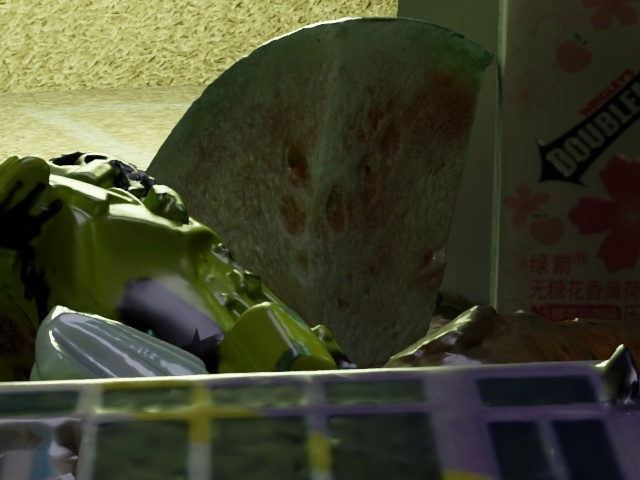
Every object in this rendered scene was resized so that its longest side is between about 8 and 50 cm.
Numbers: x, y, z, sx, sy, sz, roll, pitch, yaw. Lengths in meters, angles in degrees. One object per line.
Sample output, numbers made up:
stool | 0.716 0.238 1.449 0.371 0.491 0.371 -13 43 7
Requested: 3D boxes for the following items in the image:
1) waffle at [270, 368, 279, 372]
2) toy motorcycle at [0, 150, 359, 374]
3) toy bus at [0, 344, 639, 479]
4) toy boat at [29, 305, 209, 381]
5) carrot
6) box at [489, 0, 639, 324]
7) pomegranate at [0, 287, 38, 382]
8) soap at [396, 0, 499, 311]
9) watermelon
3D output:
waffle | 0.017 0.103 0.928 0.092 0.021 0.135 37 -2 12
toy motorcycle | -0.111 0.043 1.131 0.206 0.142 0.342 -17 47 -40
toy bus | -0.076 0.166 0.543 0.440 0.209 0.249 -2 22 -2
toy boat | -0.027 0.142 0.869 0.290 0.100 0.199 37 0 -12
carrot | 0.135 0.111 1.113 0.138 0.139 0.302 11 4 38
box | 0.227 -0.069 1.406 0.190 0.370 0.112 0 26 4
pomegranate | -0.252 0.115 0.997 0.202 0.202 0.248 7 44 25
soap | 0.252 -0.155 1.647 0.350 0.435 0.213 -3 17 -34
watermelon | 0.000 0.000 1.430 0.228 0.387 0.258 8 51 -31
